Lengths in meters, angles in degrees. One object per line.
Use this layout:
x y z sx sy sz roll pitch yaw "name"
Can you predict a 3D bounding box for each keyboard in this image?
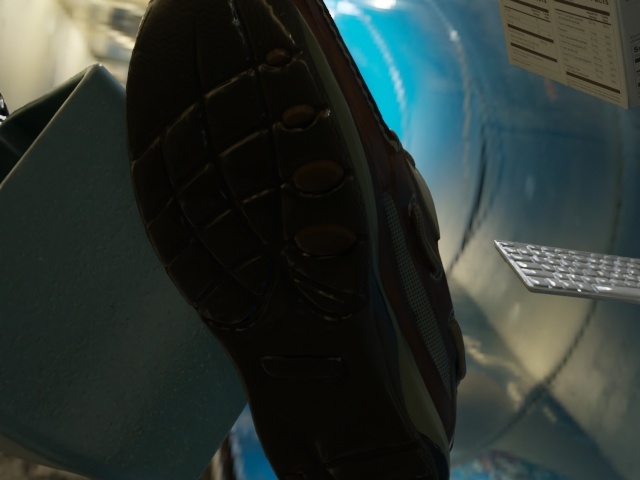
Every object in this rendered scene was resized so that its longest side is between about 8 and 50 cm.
0.249 0.032 0.952 0.072 0.256 0.014 -126 -134 -64 "keyboard"

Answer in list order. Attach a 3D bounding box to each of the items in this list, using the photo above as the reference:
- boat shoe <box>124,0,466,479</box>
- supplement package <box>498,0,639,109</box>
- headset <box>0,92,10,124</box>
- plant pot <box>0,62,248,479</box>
0.000 0.000 0.675 0.120 0.122 0.324 -59 142 -46 "boat shoe"
0.328 -0.258 1.274 0.204 0.261 0.145 37 -34 57 "supplement package"
-0.409 -0.168 1.088 0.185 0.394 0.243 -44 -122 23 "headset"
-0.177 0.059 0.996 0.247 0.252 0.248 -56 -160 -20 "plant pot"
